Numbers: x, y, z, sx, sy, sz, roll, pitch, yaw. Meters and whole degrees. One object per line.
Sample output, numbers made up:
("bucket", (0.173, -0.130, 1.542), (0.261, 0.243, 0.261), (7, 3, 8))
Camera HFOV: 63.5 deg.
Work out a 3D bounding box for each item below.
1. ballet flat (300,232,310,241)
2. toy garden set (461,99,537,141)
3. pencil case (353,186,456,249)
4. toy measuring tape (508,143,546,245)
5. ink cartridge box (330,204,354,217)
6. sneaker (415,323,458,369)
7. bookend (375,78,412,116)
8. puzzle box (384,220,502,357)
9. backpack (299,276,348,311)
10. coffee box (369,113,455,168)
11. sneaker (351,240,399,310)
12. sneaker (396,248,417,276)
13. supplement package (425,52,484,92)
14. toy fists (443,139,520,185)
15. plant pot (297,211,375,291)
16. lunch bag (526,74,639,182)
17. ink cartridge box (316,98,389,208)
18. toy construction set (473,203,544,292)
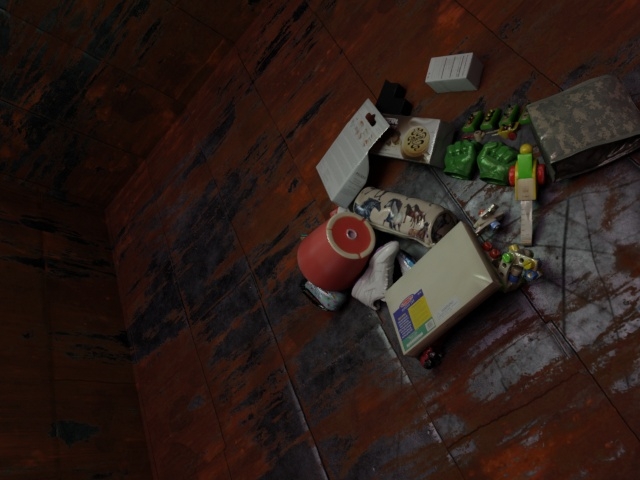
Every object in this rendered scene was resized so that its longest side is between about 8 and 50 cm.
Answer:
("ballet flat", (0.000, 0.000, 2.262), (0.206, 0.073, 0.067), (-2, 102, 44))
("toy garden set", (0.606, -0.415, 1.798), (0.244, 0.049, 0.203), (0, 43, 41))
("pencil case", (0.308, -0.077, 1.936), (0.410, 0.160, 0.183), (22, 72, 43))
("toy measuring tape", (0.681, -0.151, 1.696), (0.121, 0.121, 0.329), (2, 100, 42))
("ink cartridge box", (0.107, -0.078, 2.188), (0.099, 0.056, 0.135), (-32, 56, 30))
("sneaker", (0.386, 0.297, 1.783), (0.135, 0.098, 0.276), (28, 96, 41))
("bookend", (0.322, -0.583, 2.162), (0.156, 0.072, 0.157), (20, 88, 43))
("puzzle box", (0.384, 0.165, 1.708), (0.409, 0.052, 0.272), (-49, 36, 31))
("backpack", (0.023, 0.206, 2.109), (0.182, 0.152, 0.115), (45, 116, 29))
("coffee box", (0.355, -0.392, 2.019), (0.297, 0.119, 0.168), (21, 101, 43))
("sneaker", (0.239, 0.134, 1.945), (0.152, 0.114, 0.305), (41, 127, 22))
("sneaker", (0.321, 0.100, 1.932), (0.082, 0.071, 0.190), (-57, 47, 18))
("supplement package", (0.515, -0.641, 1.988), (0.179, 0.105, 0.105), (10, 82, 43))
("toy fists", (0.564, -0.288, 1.831), (0.279, 0.096, 0.142), (17, 85, 45))
("plant pot", (0.075, 0.029, 1.975), (0.243, 0.275, 0.274), (126, 141, -57))
("lunch bag", (0.811, -0.346, 1.575), (0.287, 0.169, 0.235), (-21, 61, 20))
("ink cartridge box", (0.149, -0.365, 2.155), (0.385, 0.091, 0.308), (-51, 31, 22))
("toy construction set", (0.567, 0.035, 1.674), (0.327, 0.151, 0.215), (-108, 28, -44))
